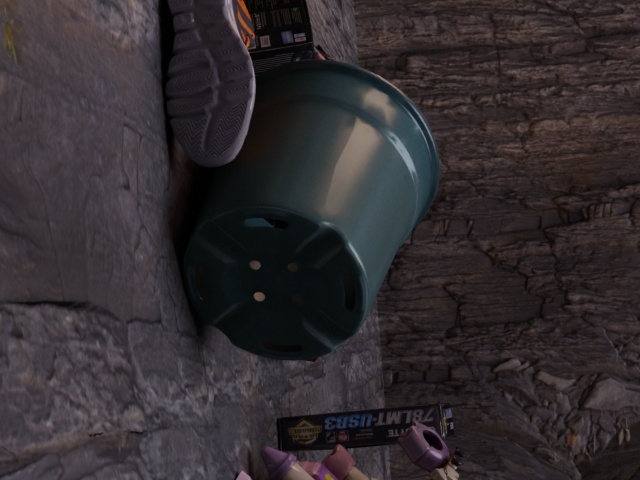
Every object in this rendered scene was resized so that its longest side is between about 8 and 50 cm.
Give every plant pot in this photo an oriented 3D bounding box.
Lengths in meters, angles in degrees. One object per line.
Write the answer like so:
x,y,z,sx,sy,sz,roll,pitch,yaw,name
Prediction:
-0.025,-0.030,1.711,0.334,0.341,0.341,-67,153,-54,plant pot

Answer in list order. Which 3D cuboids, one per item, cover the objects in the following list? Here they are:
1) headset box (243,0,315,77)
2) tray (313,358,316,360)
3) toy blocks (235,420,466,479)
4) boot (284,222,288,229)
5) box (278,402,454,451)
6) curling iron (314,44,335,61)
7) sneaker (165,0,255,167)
-0.066,-0.226,1.959,0.246,0.131,0.283,-100,-179,-58,headset box
0.000,0.000,2.166,0.203,0.076,0.410,108,-8,-79,tray
0.016,0.395,1.919,0.260,0.309,0.288,43,20,2,toy blocks
0.015,-0.052,2.516,0.445,0.146,0.367,126,-11,-80,boot
0.092,0.346,2.263,0.293,0.296,0.073,38,45,-79,box
-0.059,-0.376,2.133,0.274,0.035,0.068,42,4,-23,curling iron
-0.135,-0.247,1.670,0.180,0.125,0.321,34,51,-78,sneaker
